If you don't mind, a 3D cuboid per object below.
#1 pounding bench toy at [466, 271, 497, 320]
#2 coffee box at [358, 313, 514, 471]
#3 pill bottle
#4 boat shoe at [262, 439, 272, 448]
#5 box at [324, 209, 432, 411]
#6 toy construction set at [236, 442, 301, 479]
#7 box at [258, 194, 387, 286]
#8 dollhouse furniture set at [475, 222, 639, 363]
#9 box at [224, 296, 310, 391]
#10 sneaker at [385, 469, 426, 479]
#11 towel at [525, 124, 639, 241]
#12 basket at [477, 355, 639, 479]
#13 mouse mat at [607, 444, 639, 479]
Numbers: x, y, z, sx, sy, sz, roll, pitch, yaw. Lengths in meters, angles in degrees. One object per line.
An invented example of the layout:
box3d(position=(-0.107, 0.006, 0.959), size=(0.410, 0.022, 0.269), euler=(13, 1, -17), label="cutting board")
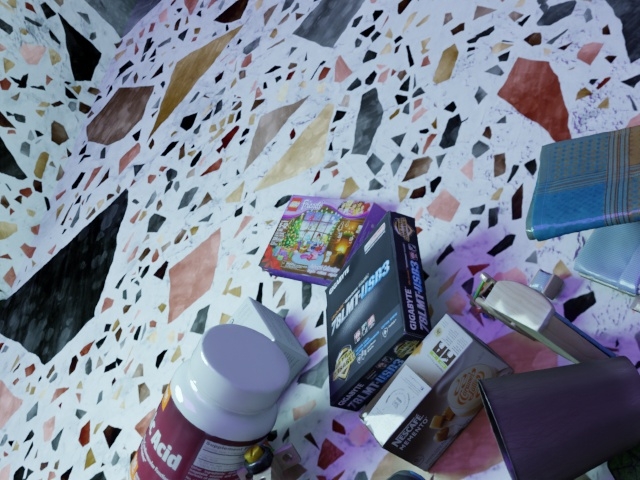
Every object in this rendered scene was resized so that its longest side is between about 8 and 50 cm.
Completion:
box3d(position=(0.306, 0.101, 1.778), size=(0.065, 0.083, 0.052), euler=(-47, 38, 7), label="pounding bench toy")
box3d(position=(0.206, 0.273, 1.705), size=(0.246, 0.141, 0.098), euler=(-50, 37, 5), label="coffee box")
box3d(position=(-0.222, 0.372, 1.912), size=(0.392, 0.224, 0.224), euler=(-62, 31, 28), label="pill bottle")
box3d(position=(-0.138, 0.416, 2.038), size=(0.043, 0.049, 0.137), euler=(-56, 32, -6), label="boat shoe")
box3d(position=(0.105, 0.142, 1.889), size=(0.295, 0.073, 0.293), euler=(-51, 32, 43), label="box")
box3d(position=(-0.091, 0.532, 1.793), size=(0.309, 0.257, 0.237), euler=(-54, 19, 13), label="toy construction set")
box3d(position=(0.000, 0.000, 2.204), size=(0.293, 0.057, 0.201), euler=(8, 67, 49), label="box")
box3d(position=(0.425, 0.027, 1.589), size=(0.303, 0.198, 0.286), euler=(-57, 32, -2), label="dollhouse furniture set")
box3d(position=(-0.148, 0.256, 2.111), size=(0.181, 0.119, 0.182), euler=(-49, 37, 7), label="box")
box3d(position=(0.085, 0.547, 1.598), size=(0.125, 0.139, 0.341), euler=(28, 88, 18), label="sneaker")
box3d(position=(0.533, -0.113, 1.573), size=(0.370, 0.040, 0.271), euler=(-10, 34, 29), label="towel")
box3d(position=(0.382, 0.274, 1.461), size=(0.226, 0.154, 0.204), euler=(-19, 82, 3), label="basket")
box3d(position=(0.524, 0.359, 1.411), size=(0.152, 0.007, 0.190), euler=(-41, 40, 16), label="mouse mat")
